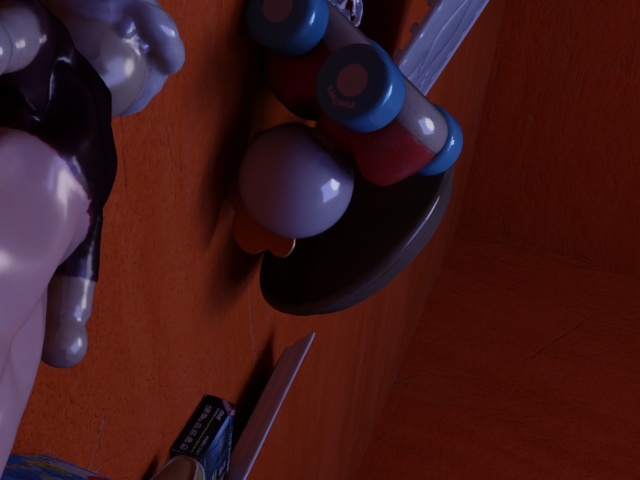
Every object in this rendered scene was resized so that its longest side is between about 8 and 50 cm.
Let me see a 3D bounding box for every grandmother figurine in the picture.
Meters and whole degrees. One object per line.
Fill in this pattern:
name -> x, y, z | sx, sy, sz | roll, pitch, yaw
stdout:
grandmother figurine -> -0.146, -0.026, 0.483 | 0.208, 0.104, 0.342 | 105, -3, -46

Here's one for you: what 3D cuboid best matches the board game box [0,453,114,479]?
board game box -> -0.247, 0.282, 0.580 | 0.302, 0.086, 0.308 | 57, 51, -74

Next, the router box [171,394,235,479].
router box -> -0.135, 0.252, 1.138 | 0.092, 0.038, 0.122 | -57, 160, -49

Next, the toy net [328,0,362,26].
toy net -> 0.033, -0.311, 1.104 | 0.122, 0.045, 0.232 | -58, 161, -51

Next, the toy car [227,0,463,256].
toy car -> -0.018, -0.096, 0.971 | 0.238, 0.210, 0.219 | -46, 157, 11

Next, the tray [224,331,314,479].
tray -> -0.086, 0.248, 1.310 | 0.270, 0.030, 0.145 | -63, -179, -40

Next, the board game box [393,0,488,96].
board game box -> 0.156, -0.299, 1.378 | 0.390, 0.050, 0.390 | -56, 173, 19

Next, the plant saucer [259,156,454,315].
plant saucer -> 0.044, -0.023, 1.121 | 0.041, 0.278, 0.278 | 43, 54, -27

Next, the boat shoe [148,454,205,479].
boat shoe -> -0.172, 0.283, 0.971 | 0.072, 0.068, 0.190 | 76, 31, -45
